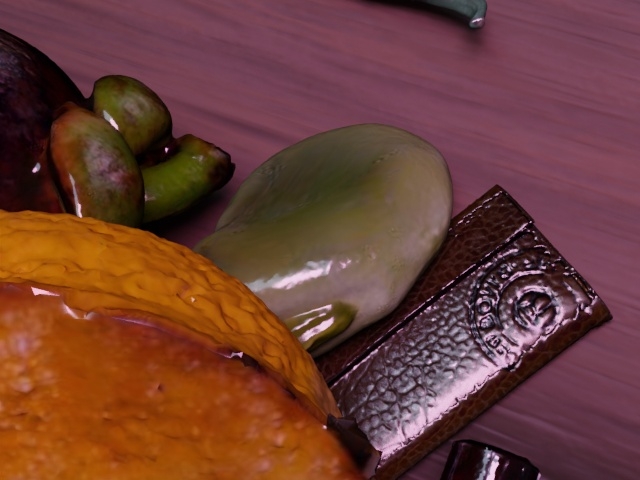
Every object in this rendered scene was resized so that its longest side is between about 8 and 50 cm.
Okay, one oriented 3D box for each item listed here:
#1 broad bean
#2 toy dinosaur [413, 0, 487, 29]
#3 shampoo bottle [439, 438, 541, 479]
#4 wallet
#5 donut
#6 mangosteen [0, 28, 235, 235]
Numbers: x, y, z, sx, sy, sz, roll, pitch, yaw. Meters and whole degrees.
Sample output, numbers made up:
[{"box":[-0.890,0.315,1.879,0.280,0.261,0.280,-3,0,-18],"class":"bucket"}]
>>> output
[{"box":[0.000,0.000,0.783,0.169,0.100,0.228,14,62,30],"class":"broad bean"},{"box":[0.033,-0.259,0.886,0.292,0.079,0.120,26,86,24],"class":"toy dinosaur"},{"box":[0.068,0.263,0.686,0.104,0.104,0.278,17,77,20],"class":"shampoo bottle"},{"box":[0.072,0.077,0.783,0.243,0.039,0.133,-36,63,-1],"class":"wallet"},{"box":[-0.153,0.178,0.647,0.378,0.435,0.163,4,28,-9],"class":"donut"},{"box":[-0.255,-0.019,0.778,0.311,0.311,0.311,-5,71,14],"class":"mangosteen"}]
